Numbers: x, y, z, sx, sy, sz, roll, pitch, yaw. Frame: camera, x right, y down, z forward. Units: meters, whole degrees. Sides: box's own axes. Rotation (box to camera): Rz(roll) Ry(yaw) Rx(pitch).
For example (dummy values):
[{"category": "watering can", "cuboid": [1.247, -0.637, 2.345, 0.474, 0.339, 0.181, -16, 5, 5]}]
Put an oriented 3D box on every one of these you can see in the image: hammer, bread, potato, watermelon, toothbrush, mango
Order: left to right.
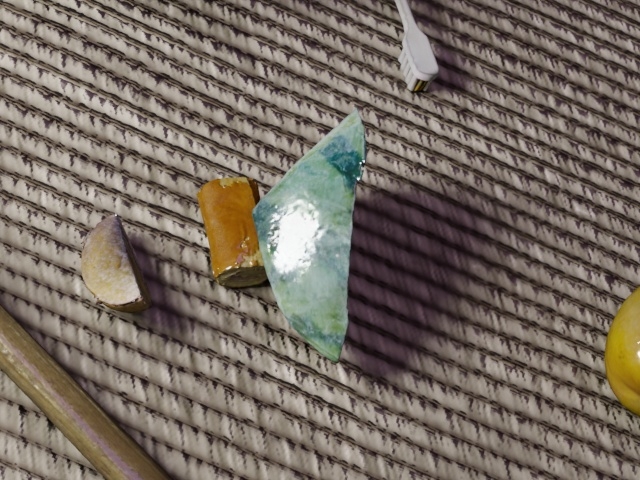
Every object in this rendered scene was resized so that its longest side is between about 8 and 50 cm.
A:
[{"category": "hammer", "cuboid": [-0.188, 0.081, 1.230, 0.365, 0.043, 0.111, 45, 32, 8]}, {"category": "potato", "cuboid": [-0.140, 0.027, 1.302, 0.037, 0.036, 0.093, -28, 42, 4]}, {"category": "bread", "cuboid": [-0.060, -0.008, 1.354, 0.047, 0.036, 0.083, -2, 54, -18]}, {"category": "watermelon", "cuboid": [-0.002, -0.001, 1.336, 0.081, 0.094, 0.180, 0, 59, 15]}, {"category": "toothbrush", "cuboid": [0.044, -0.263, 1.587, 0.025, 0.030, 0.342, -2, 56, -23]}, {"category": "mango", "cuboid": [0.291, 0.073, 1.399, 0.130, 0.092, 0.195, 41, 43, 14]}]
